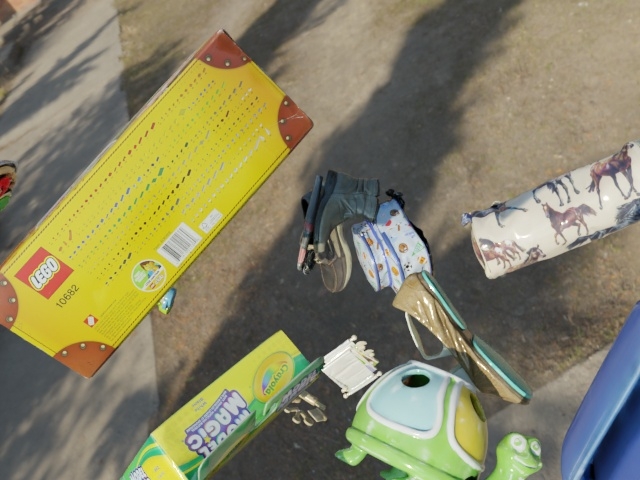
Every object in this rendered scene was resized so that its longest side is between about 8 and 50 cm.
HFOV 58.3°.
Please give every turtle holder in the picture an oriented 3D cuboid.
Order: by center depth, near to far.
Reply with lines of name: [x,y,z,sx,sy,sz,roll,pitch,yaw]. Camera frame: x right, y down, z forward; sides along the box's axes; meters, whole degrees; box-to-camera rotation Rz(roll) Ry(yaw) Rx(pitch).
turtle holder: [0.204,0.355,1.051,0.227,0.243,0.320,-63,20,-16]

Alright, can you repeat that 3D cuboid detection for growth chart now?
growth chart: [0.098,0.391,1.773,0.172,0.237,0.021,-31,38,5]

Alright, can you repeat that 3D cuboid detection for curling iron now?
curling iron: [-0.026,-0.043,1.579,0.035,0.068,0.274,8,92,23]

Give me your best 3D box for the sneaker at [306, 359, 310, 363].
sneaker: [-0.059,0.346,1.513,0.032,0.037,0.083,37,65,25]

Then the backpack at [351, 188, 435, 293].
backpack: [0.221,0.035,1.705,0.213,0.276,0.263,-30,46,-7]

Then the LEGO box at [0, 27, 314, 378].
LEGO box: [-0.286,-0.080,0.955,0.500,0.193,0.372,-49,22,-4]

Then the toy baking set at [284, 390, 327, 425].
toy baking set: [-0.093,0.572,2.051,0.256,0.197,0.030,30,103,19]

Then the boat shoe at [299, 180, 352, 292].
boat shoe: [0.000,0.000,1.717,0.130,0.355,0.132,-21,26,-27]

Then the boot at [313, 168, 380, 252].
boot: [0.074,-0.071,1.524,0.161,0.083,0.246,14,72,1]

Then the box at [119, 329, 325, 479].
box: [-0.070,0.125,0.371,0.105,0.043,0.179,-35,-9,-40]

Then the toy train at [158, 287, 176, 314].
toy train: [-0.475,0.164,1.605,0.143,0.248,0.105,23,63,-2]

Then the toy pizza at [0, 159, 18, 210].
toy pizza: [-0.519,-0.040,0.850,0.201,0.032,0.201,-44,13,13]

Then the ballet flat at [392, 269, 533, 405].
ballet flat: [0.274,0.219,1.176,0.124,0.342,0.116,-44,-8,18]

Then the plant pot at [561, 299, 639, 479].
plant pot: [0.329,0.153,0.409,0.236,0.236,0.212,-10,38,-21]

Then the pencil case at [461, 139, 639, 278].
pencil case: [0.530,-0.069,1.271,0.410,0.160,0.183,-25,55,21]
